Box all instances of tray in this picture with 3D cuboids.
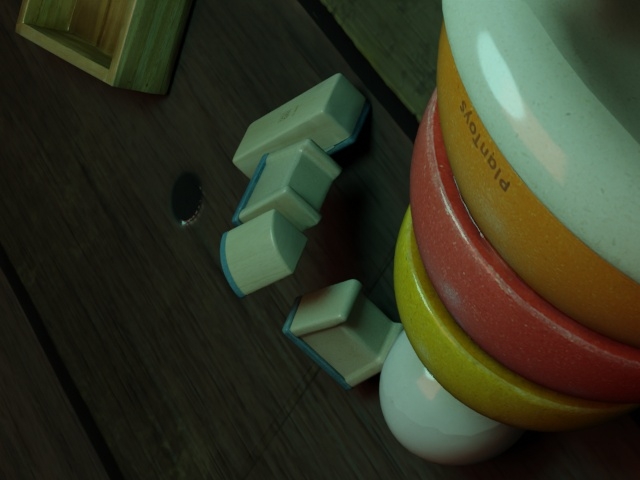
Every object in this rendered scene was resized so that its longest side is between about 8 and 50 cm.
[{"bbox_3d":[-0.174,-0.371,1.563,0.203,0.076,0.411,30,108,45],"label":"tray"}]

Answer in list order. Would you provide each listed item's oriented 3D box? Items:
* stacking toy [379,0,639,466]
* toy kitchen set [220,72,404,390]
[{"bbox_3d":[0.158,0.004,1.036,0.480,0.350,0.350,-55,47,51],"label":"stacking toy"},{"bbox_3d":[0.000,0.000,1.333,0.122,0.166,0.207,-25,30,43],"label":"toy kitchen set"}]
